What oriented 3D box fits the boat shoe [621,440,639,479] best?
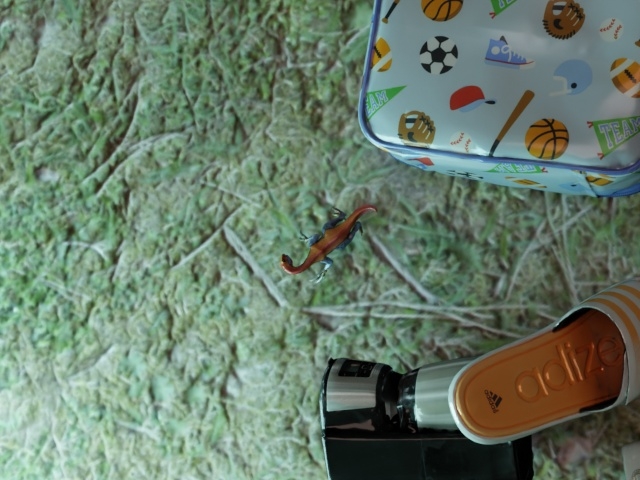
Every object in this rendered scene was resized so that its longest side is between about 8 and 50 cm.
[{"bbox_3d":[0.288,0.346,1.536,0.157,0.136,0.367,-3,79,16],"label":"boat shoe"}]

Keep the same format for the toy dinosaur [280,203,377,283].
[{"bbox_3d":[0.000,0.000,1.699,0.047,0.090,0.082,43,52,7],"label":"toy dinosaur"}]

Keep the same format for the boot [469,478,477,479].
[{"bbox_3d":[0.094,0.391,1.567,0.223,0.118,0.338,-15,93,14],"label":"boot"}]

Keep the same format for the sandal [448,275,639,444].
[{"bbox_3d":[0.233,0.106,1.544,0.265,0.076,0.102,-23,88,-29],"label":"sandal"}]

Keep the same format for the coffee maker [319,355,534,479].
[{"bbox_3d":[0.096,0.186,1.621,0.178,0.120,0.171,-5,83,17],"label":"coffee maker"}]

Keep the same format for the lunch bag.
[{"bbox_3d":[0.194,-0.172,1.642,0.303,0.115,0.243,8,83,18],"label":"lunch bag"}]
